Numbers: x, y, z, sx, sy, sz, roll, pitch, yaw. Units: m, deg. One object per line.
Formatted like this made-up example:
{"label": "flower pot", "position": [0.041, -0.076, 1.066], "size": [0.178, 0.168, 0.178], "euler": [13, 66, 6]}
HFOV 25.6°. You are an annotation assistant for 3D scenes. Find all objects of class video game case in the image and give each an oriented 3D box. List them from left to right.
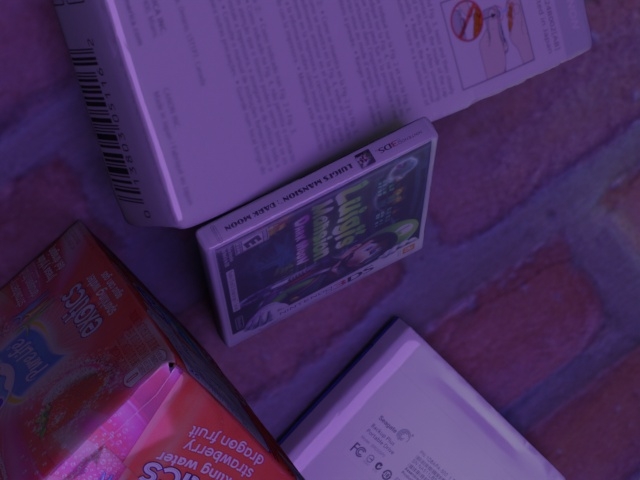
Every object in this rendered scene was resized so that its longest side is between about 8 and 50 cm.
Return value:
{"label": "video game case", "position": [0.000, 0.000, 0.993], "size": [0.173, 0.190, 0.022], "euler": [-27, 69, -11]}

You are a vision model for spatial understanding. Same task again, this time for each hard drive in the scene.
{"label": "hard drive", "position": [0.023, 0.244, 1.133], "size": [0.318, 0.040, 0.210], "euler": [-47, 115, -2]}

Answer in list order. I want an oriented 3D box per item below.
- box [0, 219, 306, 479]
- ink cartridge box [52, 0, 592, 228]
{"label": "box", "position": [-0.132, 0.118, 0.896], "size": [0.142, 0.300, 0.154], "euler": [-42, 115, -4]}
{"label": "ink cartridge box", "position": [-0.003, -0.217, 0.968], "size": [0.385, 0.091, 0.308], "euler": [-25, 107, -30]}
